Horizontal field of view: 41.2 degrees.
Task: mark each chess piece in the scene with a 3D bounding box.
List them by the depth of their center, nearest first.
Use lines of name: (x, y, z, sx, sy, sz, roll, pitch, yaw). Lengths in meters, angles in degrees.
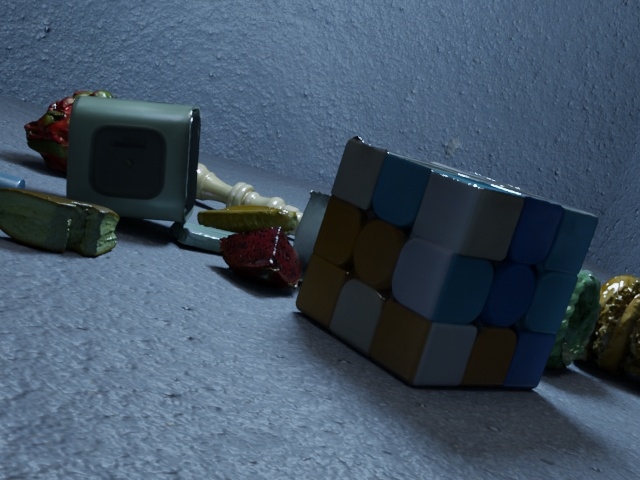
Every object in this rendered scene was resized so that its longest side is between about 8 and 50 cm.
chess piece: (-0.218, -0.109, 2.357, 0.397, 0.117, 0.117, 22, 10, 17)

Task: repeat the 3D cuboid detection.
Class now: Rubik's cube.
Rubik's cube: (0.219, 0.042, 1.525, 0.347, 0.344, 0.347, 9, 14, -39)

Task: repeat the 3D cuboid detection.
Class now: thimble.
thimble: (0.472, 0.148, 1.743, 0.150, 0.218, 0.219, 20, 9, 35)

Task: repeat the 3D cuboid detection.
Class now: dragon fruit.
dragon fruit: (-0.126, 0.051, 1.698, 0.161, 0.120, 0.127, -5, 43, 24)
dragon fruit: (-0.616, -0.280, 2.240, 0.303, 0.236, 0.231, -5, -1, -8)

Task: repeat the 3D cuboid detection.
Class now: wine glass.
wine glass: (0.000, 0.000, 1.808, 0.111, 0.204, 0.111, 14, 6, -2)

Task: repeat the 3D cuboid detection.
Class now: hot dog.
hot dog: (-0.174, -0.046, 1.997, 0.289, 0.068, 0.083, 4, 14, 39)

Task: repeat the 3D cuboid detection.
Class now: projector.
projector: (-0.397, -0.179, 1.848, 0.249, 0.248, 0.248, 5, 9, -3)

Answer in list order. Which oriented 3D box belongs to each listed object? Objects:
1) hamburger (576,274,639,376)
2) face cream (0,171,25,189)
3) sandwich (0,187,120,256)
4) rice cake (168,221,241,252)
hamburger: (0.680, 0.194, 1.849, 0.211, 0.245, 0.261, 26, 32, 33)
face cream: (-0.688, -0.114, 1.588, 0.250, 0.077, 0.077, 15, 9, -6)
sandwich: (-0.443, -0.027, 1.493, 0.245, 0.090, 0.088, 12, 6, -44)
rice cake: (-0.212, 0.001, 1.893, 0.237, 0.043, 0.127, 13, 10, -28)
